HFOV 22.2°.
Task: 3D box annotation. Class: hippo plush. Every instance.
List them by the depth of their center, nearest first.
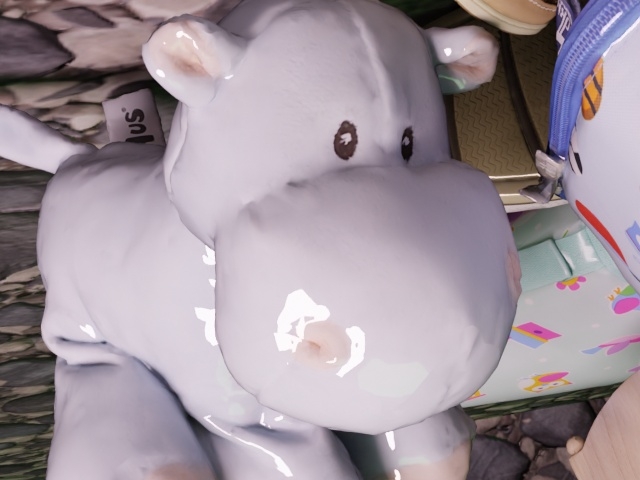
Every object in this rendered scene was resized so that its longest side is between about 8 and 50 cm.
[{"bbox_3d":[0.000,0.000,0.688,0.234,0.294,0.236,-1,151,-36],"label":"hippo plush"}]

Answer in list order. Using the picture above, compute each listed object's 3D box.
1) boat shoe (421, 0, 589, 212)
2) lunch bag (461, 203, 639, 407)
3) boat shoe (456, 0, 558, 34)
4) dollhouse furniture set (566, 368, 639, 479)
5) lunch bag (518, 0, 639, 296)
[{"bbox_3d":[0.164,-0.074,0.798,0.302,0.113,0.103,-15,160,11],"label":"boat shoe"},{"bbox_3d":[0.155,0.017,1.056,0.223,0.160,0.262,-21,168,37],"label":"lunch bag"},{"bbox_3d":[0.058,-0.123,0.613,0.045,0.050,0.135,-29,142,29],"label":"boat shoe"},{"bbox_3d":[0.281,0.030,0.968,0.303,0.174,0.355,-3,148,-47],"label":"dollhouse furniture set"},{"bbox_3d":[0.210,-0.089,0.597,0.303,0.115,0.243,-36,167,-1],"label":"lunch bag"}]
